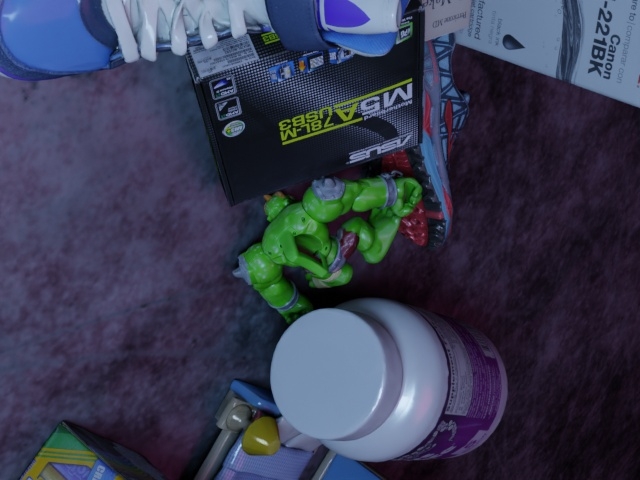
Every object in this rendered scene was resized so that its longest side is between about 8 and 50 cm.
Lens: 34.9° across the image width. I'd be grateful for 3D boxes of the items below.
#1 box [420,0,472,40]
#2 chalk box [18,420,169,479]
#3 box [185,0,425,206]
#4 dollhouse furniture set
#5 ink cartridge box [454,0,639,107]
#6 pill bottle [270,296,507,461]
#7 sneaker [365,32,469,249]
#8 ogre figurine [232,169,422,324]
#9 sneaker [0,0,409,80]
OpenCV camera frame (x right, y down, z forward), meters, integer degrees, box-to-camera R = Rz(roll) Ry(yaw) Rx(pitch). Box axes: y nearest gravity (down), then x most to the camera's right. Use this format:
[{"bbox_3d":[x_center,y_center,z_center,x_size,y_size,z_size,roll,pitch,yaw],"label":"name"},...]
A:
[{"bbox_3d":[0.075,-0.315,0.882,0.113,0.094,0.275,-25,129,-35],"label":"box"},{"bbox_3d":[-0.170,0.281,0.897,0.132,0.213,0.132,-54,141,-7],"label":"chalk box"},{"bbox_3d":[-0.006,-0.119,0.860,0.191,0.045,0.184,-18,148,-7],"label":"box"},{"bbox_3d":[-0.031,0.342,1.097,0.303,0.198,0.286,33,88,-51],"label":"dollhouse furniture set"},{"bbox_3d":[0.265,-0.258,0.979,0.114,0.273,0.197,-22,127,-38],"label":"ink cartridge box"},{"bbox_3d":[0.076,0.150,1.083,0.301,0.169,0.169,19,99,-59],"label":"pill bottle"},{"bbox_3d":[0.116,-0.106,1.051,0.125,0.104,0.261,-38,137,-27],"label":"sneaker"},{"bbox_3d":[0.000,0.000,0.991,0.197,0.096,0.118,-27,149,33],"label":"ogre figurine"},{"bbox_3d":[-0.061,-0.183,0.706,0.323,0.236,0.130,-33,134,-29],"label":"sneaker"}]
